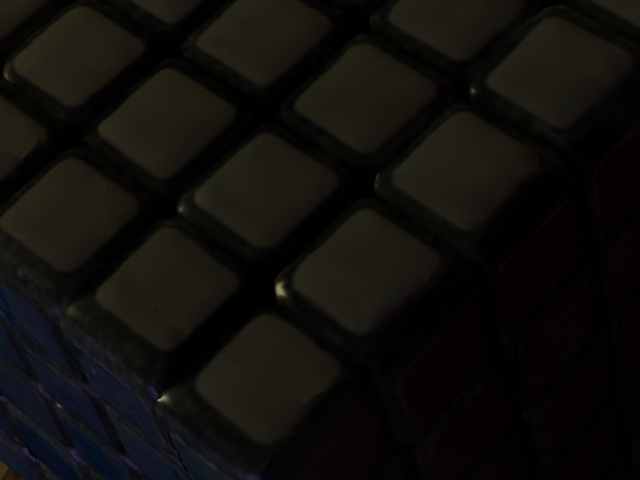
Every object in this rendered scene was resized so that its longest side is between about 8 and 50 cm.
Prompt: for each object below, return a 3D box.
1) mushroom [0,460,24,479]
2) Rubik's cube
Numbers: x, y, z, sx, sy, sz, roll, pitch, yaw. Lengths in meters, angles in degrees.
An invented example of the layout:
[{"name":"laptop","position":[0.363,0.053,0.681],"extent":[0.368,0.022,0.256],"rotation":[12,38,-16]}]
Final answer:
[{"name":"mushroom","position":[-0.145,0.097,1.140],"extent":[0.356,0.334,0.331],"rotation":[44,163,-28]},{"name":"Rubik's cube","position":[0.000,0.000,0.715],"extent":[0.237,0.238,0.237],"rotation":[33,157,29]}]
